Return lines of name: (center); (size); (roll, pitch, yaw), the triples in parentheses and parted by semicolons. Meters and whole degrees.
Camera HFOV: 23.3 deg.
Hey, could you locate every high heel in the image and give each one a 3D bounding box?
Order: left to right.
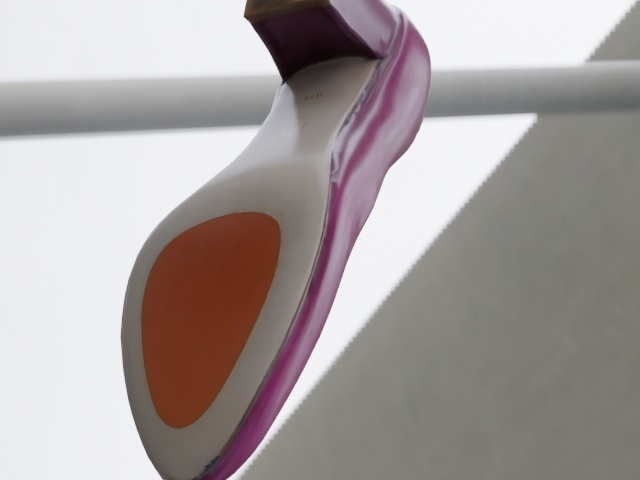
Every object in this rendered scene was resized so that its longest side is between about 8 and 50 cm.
high heel: (0.000, 0.000, 0.921); (0.127, 0.181, 0.377); (-2, -124, 31)
